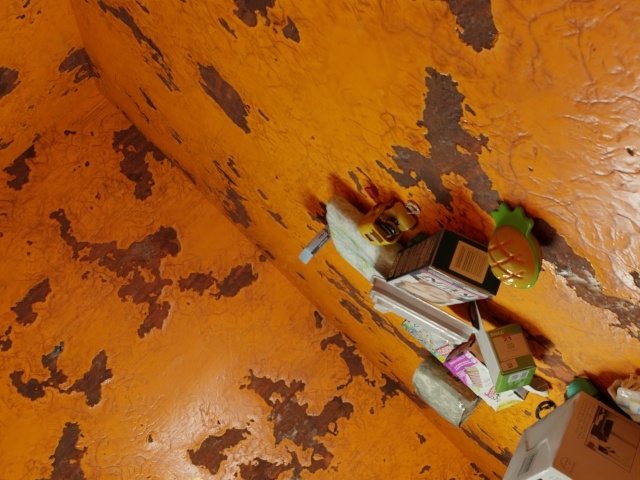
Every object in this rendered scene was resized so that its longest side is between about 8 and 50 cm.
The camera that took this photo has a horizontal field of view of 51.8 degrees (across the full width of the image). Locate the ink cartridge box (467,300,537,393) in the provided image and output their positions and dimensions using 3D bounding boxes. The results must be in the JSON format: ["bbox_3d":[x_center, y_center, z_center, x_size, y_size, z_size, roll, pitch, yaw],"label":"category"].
[{"bbox_3d":[0.492,0.267,1.815,0.189,0.097,0.255,71,-176,-62],"label":"ink cartridge box"}]

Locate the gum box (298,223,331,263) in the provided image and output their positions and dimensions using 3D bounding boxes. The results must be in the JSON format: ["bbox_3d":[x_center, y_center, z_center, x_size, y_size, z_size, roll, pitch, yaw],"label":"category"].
[{"bbox_3d":[0.000,0.000,2.256,0.041,0.157,0.184,44,167,1],"label":"gum box"}]

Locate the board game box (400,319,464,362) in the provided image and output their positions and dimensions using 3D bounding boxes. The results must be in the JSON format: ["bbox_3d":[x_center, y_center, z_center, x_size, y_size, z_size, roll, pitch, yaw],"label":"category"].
[{"bbox_3d":[0.403,0.331,2.316,0.213,0.046,0.317,43,166,8],"label":"board game box"}]

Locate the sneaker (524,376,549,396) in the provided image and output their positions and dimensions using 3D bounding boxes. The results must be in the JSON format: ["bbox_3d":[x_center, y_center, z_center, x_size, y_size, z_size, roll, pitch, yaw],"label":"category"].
[{"bbox_3d":[0.615,0.423,1.970,0.152,0.054,0.061,29,162,45],"label":"sneaker"}]

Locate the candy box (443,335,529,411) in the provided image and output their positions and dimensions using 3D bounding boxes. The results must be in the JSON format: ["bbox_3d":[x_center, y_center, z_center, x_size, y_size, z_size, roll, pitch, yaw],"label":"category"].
[{"bbox_3d":[0.525,0.424,2.084,0.233,0.071,0.159,41,147,3],"label":"candy box"}]

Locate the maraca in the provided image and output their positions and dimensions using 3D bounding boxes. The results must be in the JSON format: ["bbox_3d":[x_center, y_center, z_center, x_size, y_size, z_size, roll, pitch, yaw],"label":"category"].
[{"bbox_3d":[0.391,0.013,1.332,0.127,0.099,0.186,21,128,52],"label":"maraca"}]

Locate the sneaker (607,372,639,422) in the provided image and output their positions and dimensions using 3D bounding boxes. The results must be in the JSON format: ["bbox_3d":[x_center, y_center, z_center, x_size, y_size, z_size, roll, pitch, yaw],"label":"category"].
[{"bbox_3d":[0.697,0.335,1.415,0.092,0.087,0.229,43,164,11],"label":"sneaker"}]

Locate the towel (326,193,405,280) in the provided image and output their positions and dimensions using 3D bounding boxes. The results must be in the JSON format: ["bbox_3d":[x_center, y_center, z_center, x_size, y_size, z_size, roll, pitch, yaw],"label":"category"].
[{"bbox_3d":[0.157,0.039,2.034,0.320,0.090,0.374,39,168,17],"label":"towel"}]

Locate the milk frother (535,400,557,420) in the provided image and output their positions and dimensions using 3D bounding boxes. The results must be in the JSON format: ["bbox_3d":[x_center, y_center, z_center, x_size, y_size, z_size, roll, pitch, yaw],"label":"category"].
[{"bbox_3d":[0.719,0.571,2.058,0.135,0.129,0.143,116,151,-75],"label":"milk frother"}]

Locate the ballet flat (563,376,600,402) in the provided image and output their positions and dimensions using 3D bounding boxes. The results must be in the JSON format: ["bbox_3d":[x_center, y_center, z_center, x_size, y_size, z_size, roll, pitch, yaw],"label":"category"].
[{"bbox_3d":[0.686,0.420,1.745,0.247,0.083,0.087,66,178,-56],"label":"ballet flat"}]

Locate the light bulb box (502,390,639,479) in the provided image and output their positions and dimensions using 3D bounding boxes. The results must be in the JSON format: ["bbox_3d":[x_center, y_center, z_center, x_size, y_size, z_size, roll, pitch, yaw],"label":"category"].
[{"bbox_3d":[0.701,0.610,1.650,0.361,0.225,0.358,31,150,10],"label":"light bulb box"}]

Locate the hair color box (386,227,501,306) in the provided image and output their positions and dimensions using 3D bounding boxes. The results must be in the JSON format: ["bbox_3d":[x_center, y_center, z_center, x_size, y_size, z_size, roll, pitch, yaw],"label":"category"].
[{"bbox_3d":[0.302,0.077,1.633,0.173,0.105,0.347,24,168,-5],"label":"hair color box"}]

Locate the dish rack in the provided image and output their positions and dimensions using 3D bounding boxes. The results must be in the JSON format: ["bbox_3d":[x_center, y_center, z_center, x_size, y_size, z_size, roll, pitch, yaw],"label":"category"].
[{"bbox_3d":[0.281,0.216,1.926,0.332,0.072,0.285,27,172,6],"label":"dish rack"}]

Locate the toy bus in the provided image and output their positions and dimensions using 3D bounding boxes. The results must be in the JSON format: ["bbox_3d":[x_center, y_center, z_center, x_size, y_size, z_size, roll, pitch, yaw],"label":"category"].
[{"bbox_3d":[0.176,-0.039,1.754,0.191,0.104,0.202,34,163,35],"label":"toy bus"}]

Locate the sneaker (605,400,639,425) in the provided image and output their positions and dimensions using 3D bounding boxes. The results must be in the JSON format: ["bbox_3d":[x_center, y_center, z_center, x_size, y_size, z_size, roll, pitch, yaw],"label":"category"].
[{"bbox_3d":[0.774,0.475,1.673,0.170,0.051,0.089,40,161,5],"label":"sneaker"}]

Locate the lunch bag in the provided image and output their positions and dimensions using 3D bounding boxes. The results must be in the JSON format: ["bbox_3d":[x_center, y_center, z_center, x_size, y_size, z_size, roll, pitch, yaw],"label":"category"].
[{"bbox_3d":[0.485,0.571,2.530,0.235,0.169,0.287,38,169,24],"label":"lunch bag"}]
